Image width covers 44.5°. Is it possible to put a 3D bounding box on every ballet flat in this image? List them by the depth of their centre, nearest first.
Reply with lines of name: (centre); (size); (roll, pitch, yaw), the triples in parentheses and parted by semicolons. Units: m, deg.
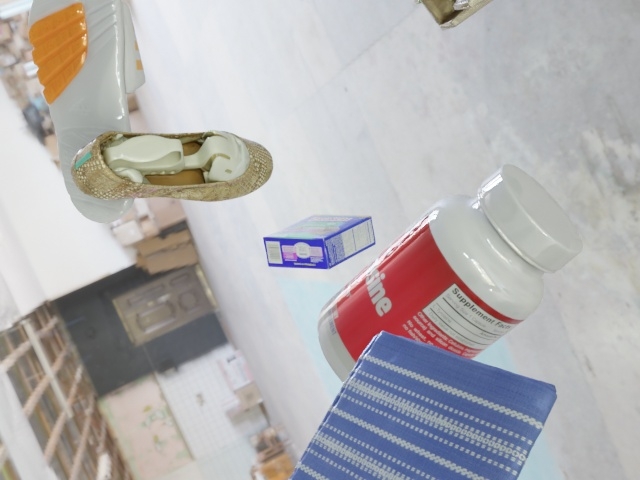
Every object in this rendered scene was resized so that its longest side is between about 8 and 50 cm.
ballet flat: (-0.127, -0.074, 0.742); (0.067, 0.206, 0.073); (-36, 67, 56)

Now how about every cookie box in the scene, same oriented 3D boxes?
cookie box: (0.000, 0.000, 0.945); (0.092, 0.107, 0.040); (2, 107, 35)

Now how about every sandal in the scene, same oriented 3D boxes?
sandal: (-0.227, -0.149, 0.798); (0.076, 0.102, 0.265); (-7, -90, -76)

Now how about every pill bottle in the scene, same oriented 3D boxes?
pill bottle: (0.201, 0.076, 1.250); (0.407, 0.229, 0.229); (-44, 63, 27)

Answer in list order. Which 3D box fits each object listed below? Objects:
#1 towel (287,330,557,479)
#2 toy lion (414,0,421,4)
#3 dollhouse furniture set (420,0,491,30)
towel: (0.073, 0.258, 0.804); (0.243, 0.336, 0.040); (13, 152, 46)
toy lion: (0.100, -0.323, 0.903); (0.096, 0.034, 0.100); (-97, -18, -78)
dollhouse furniture set: (0.134, -0.353, 0.627); (0.286, 0.198, 0.303); (50, -179, -13)
